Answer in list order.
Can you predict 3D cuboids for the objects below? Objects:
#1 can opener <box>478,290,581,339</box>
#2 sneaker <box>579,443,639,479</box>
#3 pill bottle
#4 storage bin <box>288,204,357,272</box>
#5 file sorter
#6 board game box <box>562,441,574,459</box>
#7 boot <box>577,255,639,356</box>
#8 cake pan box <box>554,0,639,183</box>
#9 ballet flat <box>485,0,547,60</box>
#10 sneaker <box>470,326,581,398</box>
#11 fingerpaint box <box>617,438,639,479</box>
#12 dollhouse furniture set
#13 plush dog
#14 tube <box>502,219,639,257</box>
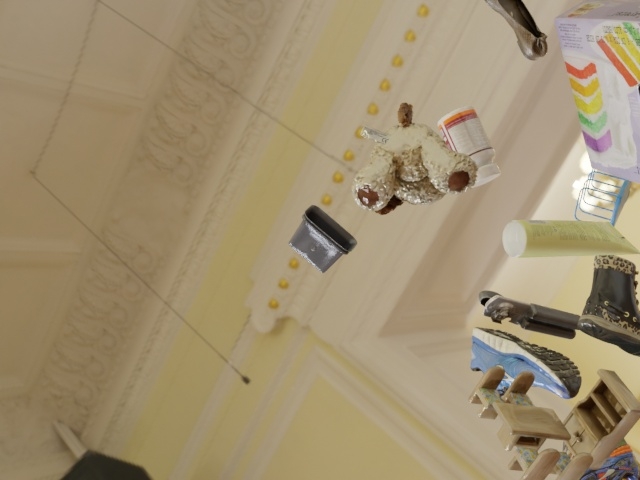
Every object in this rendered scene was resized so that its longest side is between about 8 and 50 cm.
[{"bbox_3d":[0.543,0.182,2.013,0.283,0.095,0.076,14,-53,-18],"label":"can opener"},{"bbox_3d":[0.634,0.544,1.763,0.221,0.087,0.083,-24,-24,-12],"label":"sneaker"},{"bbox_3d":[0.442,-0.275,2.301,0.121,0.221,0.121,-22,-9,-4],"label":"pill bottle"},{"bbox_3d":[0.000,0.000,1.736,0.091,0.135,0.098,-49,-1,26],"label":"storage bin"},{"bbox_3d":[0.742,-0.127,2.023,0.170,0.104,0.118,-48,-31,-40],"label":"file sorter"},{"bbox_3d":[0.711,0.624,2.172,0.165,0.042,0.243,93,-166,-47],"label":"board game box"},{"bbox_3d":[0.665,0.142,1.647,0.085,0.236,0.179,137,153,-66],"label":"boot"},{"bbox_3d":[0.434,-0.186,1.021,0.070,0.267,0.246,-28,-65,-8],"label":"cake pan box"},{"bbox_3d":[0.445,-0.527,1.779,0.084,0.250,0.058,-30,-2,-22],"label":"ballet flat"},{"bbox_3d":[0.492,0.324,1.897,0.129,0.330,0.147,9,-83,-32],"label":"sneaker"},{"bbox_3d":[0.874,0.832,2.288,0.163,0.371,0.445,-25,16,33],"label":"fingerpaint box"},{"bbox_3d":[0.438,0.320,1.422,0.242,0.212,0.161,12,-61,-25],"label":"dollhouse furniture set"},{"bbox_3d":[0.204,-0.151,1.665,0.262,0.211,0.225,-11,-28,13],"label":"plush dog"},{"bbox_3d":[0.414,-0.002,1.281,0.240,0.070,0.062,-2,-11,-25],"label":"tube"}]
